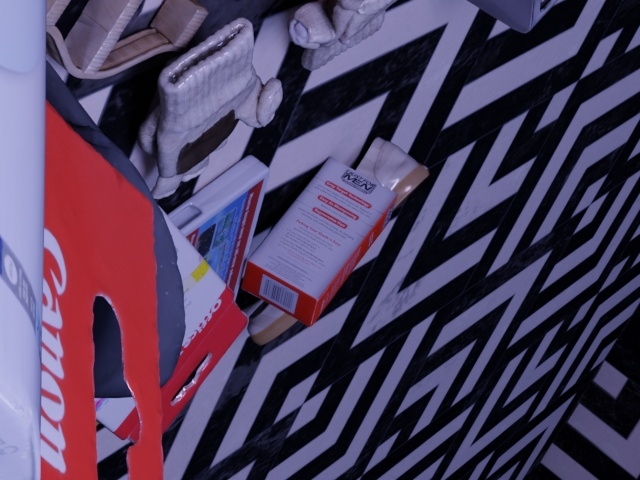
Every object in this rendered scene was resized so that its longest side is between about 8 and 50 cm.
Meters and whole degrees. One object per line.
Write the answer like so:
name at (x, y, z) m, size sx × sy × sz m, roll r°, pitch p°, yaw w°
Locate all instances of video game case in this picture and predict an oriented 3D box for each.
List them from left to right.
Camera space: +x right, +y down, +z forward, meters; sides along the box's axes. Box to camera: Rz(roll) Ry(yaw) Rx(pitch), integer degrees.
video game case at (-0.156, 0.071, 1.534) m, size 0.285 × 0.025 × 0.204 m, roll -38°, pitch 158°, yaw -36°

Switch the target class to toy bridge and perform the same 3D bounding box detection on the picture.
toy bridge at (-0.133, -0.128, 1.188) m, size 0.063 × 0.026 × 0.188 m, roll -55°, pitch 162°, yaw 15°

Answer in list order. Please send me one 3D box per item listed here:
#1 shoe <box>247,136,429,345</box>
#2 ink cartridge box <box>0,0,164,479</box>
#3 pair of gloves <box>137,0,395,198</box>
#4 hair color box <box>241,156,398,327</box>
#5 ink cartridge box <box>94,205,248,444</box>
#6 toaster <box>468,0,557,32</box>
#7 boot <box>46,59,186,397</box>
shoe at (0.004, 0.001, 1.760) m, size 0.219 × 0.058 × 0.076 m, roll -48°, pitch -177°, yaw 1°
ink cartridge box at (-0.122, -0.020, 0.788) m, size 0.091 × 0.308 × 0.385 m, roll -20°, pitch 139°, yaw 16°
pair of gloves at (-0.021, -0.127, 1.362) m, size 0.240 × 0.042 × 0.204 m, roll -36°, pitch 173°, yaw -21°
hair color box at (0.000, 0.000, 1.664) m, size 0.141 × 0.072 × 0.043 m, roll -52°, pitch 165°, yaw -36°
ink cartridge box at (-0.144, 0.049, 1.367) m, size 0.134 × 0.078 × 0.231 m, roll -52°, pitch 155°, yaw -9°
toaster at (0.175, -0.276, 1.525) m, size 0.168 × 0.110 × 0.185 m, roll -47°, pitch 162°, yaw -16°
boot at (-0.191, 0.061, 0.897) m, size 0.146 × 0.367 × 0.445 m, roll -23°, pitch 171°, yaw 15°
